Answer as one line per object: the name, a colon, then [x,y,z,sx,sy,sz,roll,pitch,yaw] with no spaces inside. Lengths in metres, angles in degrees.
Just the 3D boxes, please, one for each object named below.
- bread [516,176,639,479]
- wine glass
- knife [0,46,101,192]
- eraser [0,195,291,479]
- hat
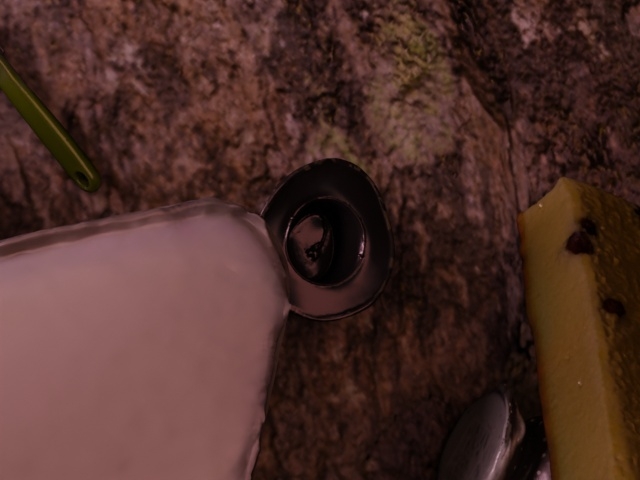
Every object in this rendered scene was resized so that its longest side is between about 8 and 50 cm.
bread: [0.225,0.111,0.878,0.138,0.077,0.361,23,40,-20]
wine glass: [0.191,0.193,0.923,0.204,0.111,0.111,28,71,-16]
knife: [-0.215,-0.106,0.867,0.184,0.022,0.026,51,42,-5]
eraser: [-0.149,0.102,0.789,0.331,0.150,0.331,3,81,-19]
hat: [0.000,0.000,0.916,0.121,0.050,0.121,2,85,-20]
